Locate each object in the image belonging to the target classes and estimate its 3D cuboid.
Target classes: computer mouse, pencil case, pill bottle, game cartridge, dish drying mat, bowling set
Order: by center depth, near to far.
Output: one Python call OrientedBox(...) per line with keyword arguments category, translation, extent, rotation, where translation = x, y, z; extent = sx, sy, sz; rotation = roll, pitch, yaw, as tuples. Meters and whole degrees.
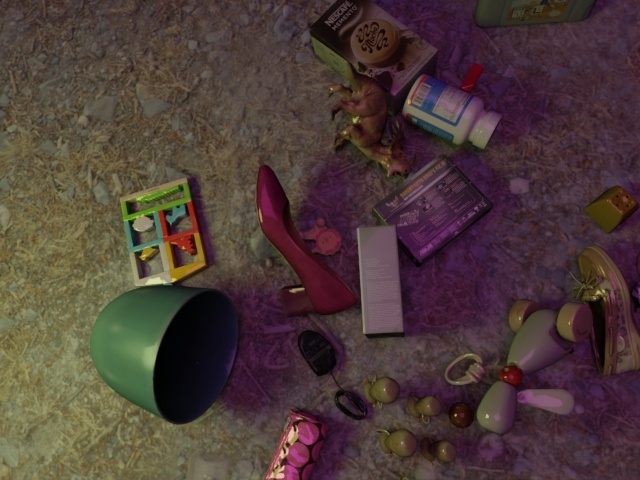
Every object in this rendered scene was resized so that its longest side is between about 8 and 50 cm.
OrientedBox(category="bowling set", translation=(0.225, 0.420, 1.144), extent=(0.199, 0.154, 0.287), rotation=(-7, 73, -16))
OrientedBox(category="pencil case", translation=(-0.063, 0.486, 1.173), extent=(0.098, 0.095, 0.209), rotation=(28, 77, -23))
OrientedBox(category="computer mouse", translation=(0.026, 0.315, 1.235), extent=(0.071, 0.041, 0.242), rotation=(-31, 79, -18))
OrientedBox(category="pill bottle", translation=(0.325, -0.312, 1.302), extent=(0.221, 0.124, 0.124), rotation=(30, 82, 12))
OrientedBox(category="game cartridge", translation=(0.549, -0.624, 1.312), extent=(0.297, 0.198, 0.062), rotation=(-1, 76, 7))
OrientedBox(category="dish drying mat", translation=(0.398, -0.426, 1.380), extent=(0.032, 0.008, 0.083), rotation=(28, 81, 14))

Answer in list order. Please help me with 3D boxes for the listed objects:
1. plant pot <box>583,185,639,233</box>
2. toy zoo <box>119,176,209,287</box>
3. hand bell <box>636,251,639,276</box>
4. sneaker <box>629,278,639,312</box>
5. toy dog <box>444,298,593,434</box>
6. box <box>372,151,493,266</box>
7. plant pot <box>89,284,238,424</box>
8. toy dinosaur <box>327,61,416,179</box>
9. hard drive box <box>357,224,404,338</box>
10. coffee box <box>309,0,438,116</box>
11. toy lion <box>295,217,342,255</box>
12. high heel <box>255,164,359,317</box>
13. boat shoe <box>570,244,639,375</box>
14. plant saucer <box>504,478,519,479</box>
OrientedBox(category="plant pot", translation=(0.683, -0.079, 1.220), extent=(0.081, 0.083, 0.081), rotation=(-38, 76, -3))
OrientedBox(category="toy zoo", translation=(-0.402, -0.002, 1.364), extent=(0.192, 0.030, 0.293), rotation=(-17, 75, 3))
OrientedBox(category="hand bell", translation=(0.780, 0.032, 1.099), extent=(0.126, 0.242, 0.126), rotation=(-2, 76, 7))
OrientedBox(category="sneaker", translation=(0.740, 0.141, 1.187), extent=(0.098, 0.038, 0.069), rotation=(41, 98, 9))
OrientedBox(category="toy dog", translation=(0.455, 0.274, 1.127), extent=(0.333, 0.220, 0.161), rotation=(-43, 113, -2))
OrientedBox(category="box", translation=(0.270, -0.076, 1.285), extent=(0.231, 0.056, 0.183), rotation=(-39, 74, -3))
OrientedBox(category="plant pot", translation=(-0.362, 0.232, 1.183), extent=(0.235, 0.293, 0.293), rotation=(9, 77, 24))
OrientedBox(category="toy dinosaur", translation=(0.125, -0.300, 1.283), extent=(0.200, 0.127, 0.296), rotation=(-7, 120, 2))
OrientedBox(category="hard drive box", translation=(0.139, 0.100, 1.195), extent=(0.089, 0.181, 0.232), rotation=(-4, 75, 7))
OrientedBox(category="coffee box", translation=(0.136, -0.491, 1.371), extent=(0.297, 0.119, 0.168), rotation=(42, 85, 14))
OrientedBox(category="toy lion", translation=(0.000, 0.000, 1.316), extent=(0.100, 0.034, 0.096), rotation=(-32, 82, -1))
OrientedBox(category="high heel", translation=(-0.033, -0.007, 1.243), extent=(0.181, 0.127, 0.377), rotation=(-12, 101, 12))
OrientedBox(category="boat shoe", translation=(0.623, 0.151, 1.161), extent=(0.089, 0.104, 0.285), rotation=(-14, 76, 1))
OrientedBox(category="plant saucer", translation=(0.415, 0.556, 1.133), extent=(0.083, 0.015, 0.084), rotation=(-2, 77, 7))
